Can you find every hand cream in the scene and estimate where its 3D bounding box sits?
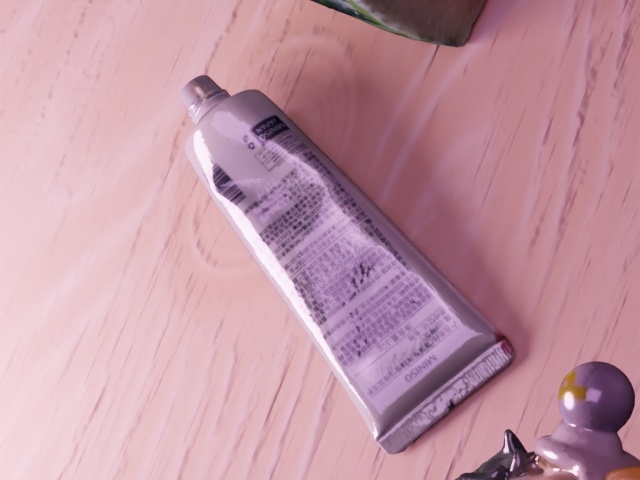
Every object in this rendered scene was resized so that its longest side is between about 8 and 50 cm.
[{"bbox_3d":[0.000,0.000,1.511,0.124,0.078,0.341,-39,71,0],"label":"hand cream"}]

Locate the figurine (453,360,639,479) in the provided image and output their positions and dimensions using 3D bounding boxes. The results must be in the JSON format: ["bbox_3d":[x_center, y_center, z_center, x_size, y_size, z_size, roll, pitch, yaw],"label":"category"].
[{"bbox_3d":[0.200,0.208,1.213,0.382,0.186,0.261,-17,51,48],"label":"figurine"}]

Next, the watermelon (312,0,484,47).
[{"bbox_3d":[0.028,-0.278,1.571,0.264,0.151,0.302,34,65,29],"label":"watermelon"}]
